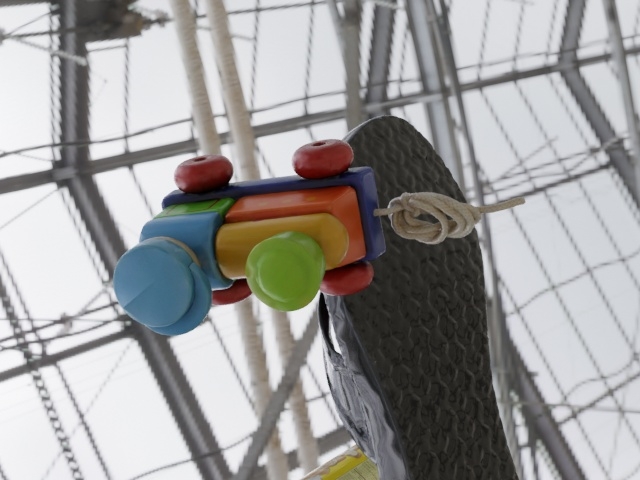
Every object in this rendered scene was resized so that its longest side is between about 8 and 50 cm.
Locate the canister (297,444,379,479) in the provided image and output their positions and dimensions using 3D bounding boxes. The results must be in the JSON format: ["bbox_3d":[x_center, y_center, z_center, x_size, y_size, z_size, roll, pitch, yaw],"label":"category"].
[{"bbox_3d":[0.020,0.259,1.074,0.170,0.073,0.126,-18,-38,-53],"label":"canister"}]

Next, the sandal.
[{"bbox_3d":[0.064,0.116,0.918,0.168,0.107,0.445,-1,-103,-41],"label":"sandal"}]

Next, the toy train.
[{"bbox_3d":[0.000,0.000,0.704,0.143,0.248,0.105,-52,-46,-67],"label":"toy train"}]
